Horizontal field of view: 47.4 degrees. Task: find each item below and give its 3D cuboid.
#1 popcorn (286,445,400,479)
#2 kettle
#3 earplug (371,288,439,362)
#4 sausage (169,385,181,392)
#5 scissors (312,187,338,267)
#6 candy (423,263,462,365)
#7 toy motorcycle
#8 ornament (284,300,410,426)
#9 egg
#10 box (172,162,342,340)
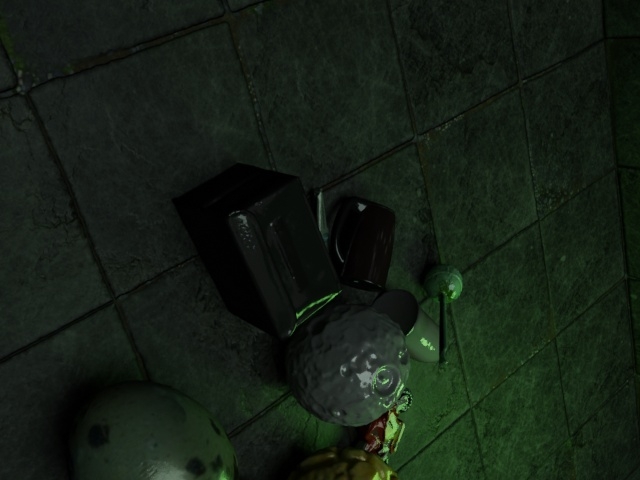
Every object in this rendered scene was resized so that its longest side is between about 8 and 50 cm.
[{"bbox_3d":[0.046,0.757,2.012,0.390,0.354,0.344,-20,156,1],"label":"popcorn"},{"bbox_3d":[0.112,0.005,2.009,0.202,0.144,0.232,21,74,-25],"label":"kettle"},{"bbox_3d":[0.291,0.285,2.200,0.301,0.172,0.172,39,76,-43],"label":"earplug"},{"bbox_3d":[-0.333,0.403,1.810,0.024,0.024,0.132,-53,126,-17],"label":"sausage"},{"bbox_3d":[0.000,0.000,1.969,0.138,0.041,0.289,-21,113,-43],"label":"scissors"},{"bbox_3d":[0.354,0.216,2.121,0.440,0.119,0.119,-74,146,-56],"label":"candy"},{"bbox_3d":[0.178,0.576,2.214,0.171,0.089,0.298,25,85,-38],"label":"toy motorcycle"},{"bbox_3d":[0.078,0.325,1.935,0.337,0.337,0.337,-10,106,-37],"label":"ornament"},{"bbox_3d":[-0.369,0.500,1.598,0.345,0.345,0.428,-47,117,-21],"label":"egg"},{"bbox_3d":[-0.145,0.015,1.725,0.204,0.251,0.345,-37,122,-27],"label":"box"}]
